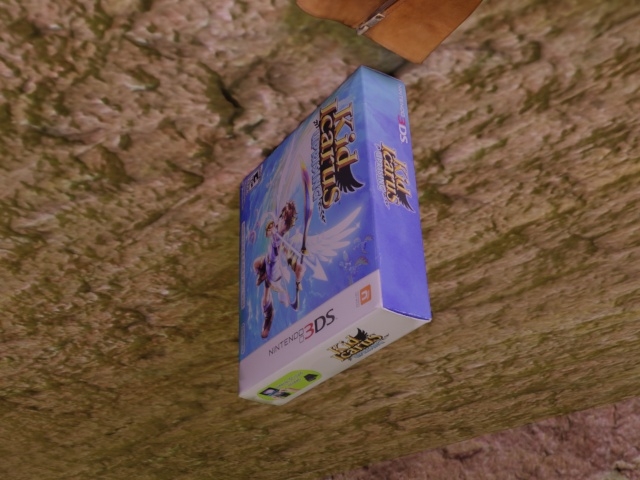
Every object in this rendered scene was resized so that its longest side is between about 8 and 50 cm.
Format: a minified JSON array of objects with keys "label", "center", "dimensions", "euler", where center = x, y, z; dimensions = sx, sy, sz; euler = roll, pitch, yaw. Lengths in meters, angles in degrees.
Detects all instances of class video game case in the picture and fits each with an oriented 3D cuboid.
[{"label":"video game case","center":[0.000,0.000,0.931],"dimensions":[0.061,0.269,0.244],"euler":[17,144,-31]}]

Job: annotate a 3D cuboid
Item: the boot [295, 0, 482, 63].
[{"label":"boot","center":[0.159,-0.216,0.740],"dimensions":[0.264,0.096,0.280],"euler":[13,148,-30]}]
